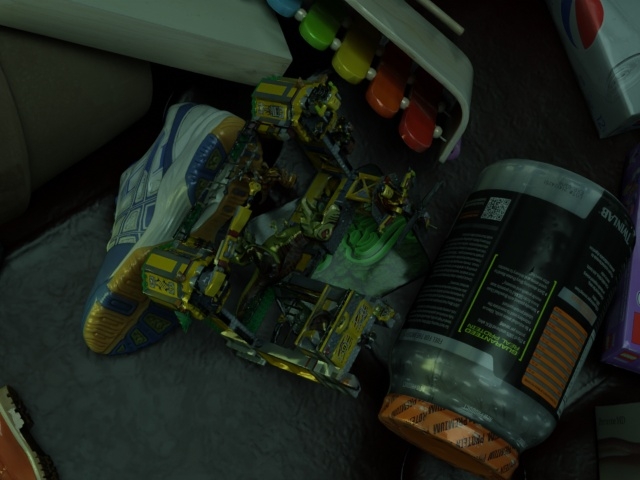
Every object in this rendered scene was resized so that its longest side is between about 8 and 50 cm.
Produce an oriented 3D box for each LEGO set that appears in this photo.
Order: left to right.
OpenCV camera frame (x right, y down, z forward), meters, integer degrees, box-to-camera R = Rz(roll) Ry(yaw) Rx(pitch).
[{"bbox_3d":[0.000,0.000,0.965,0.192,0.255,0.331,15,59,36],"label":"LEGO set"}]

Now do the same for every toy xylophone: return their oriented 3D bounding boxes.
[{"bbox_3d":[0.067,-0.240,1.084,0.322,0.081,0.236,43,31,-6],"label":"toy xylophone"}]

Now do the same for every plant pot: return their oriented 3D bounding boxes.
[{"bbox_3d":[-0.308,-0.166,0.990,0.229,0.263,0.263,-24,82,-30],"label":"plant pot"}]

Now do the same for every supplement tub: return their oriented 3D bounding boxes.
[{"bbox_3d":[0.198,0.087,1.024,0.193,0.193,0.316,30,74,-2],"label":"supplement tub"}]

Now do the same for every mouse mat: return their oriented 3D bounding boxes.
[{"bbox_3d":[0.020,0.009,1.109,0.189,0.007,0.152,-26,83,-15],"label":"mouse mat"}]

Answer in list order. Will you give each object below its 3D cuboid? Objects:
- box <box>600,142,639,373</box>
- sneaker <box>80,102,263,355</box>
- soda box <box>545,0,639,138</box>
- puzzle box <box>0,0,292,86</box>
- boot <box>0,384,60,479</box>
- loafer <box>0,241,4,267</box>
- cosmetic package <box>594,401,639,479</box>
[{"bbox_3d":[0.451,0.036,1.116,0.201,0.057,0.293,18,63,-5],"label":"box"},{"bbox_3d":[-0.180,-0.015,1.044,0.131,0.112,0.296,31,88,41],"label":"sneaker"},{"bbox_3d":[0.360,-0.281,1.186,0.098,0.091,0.286,-16,80,-12],"label":"soda box"},{"bbox_3d":[-0.240,-0.302,0.974,0.409,0.052,0.272,9,46,-33],"label":"puzzle box"},{"bbox_3d":[-0.325,0.239,0.978,0.084,0.059,0.158,-30,75,-11],"label":"boot"},{"bbox_3d":[-0.424,0.073,0.985,0.076,0.078,0.223,44,75,2],"label":"loafer"},{"bbox_3d":[0.397,0.325,1.024,0.129,0.153,0.296,3,76,-10],"label":"cosmetic package"}]
